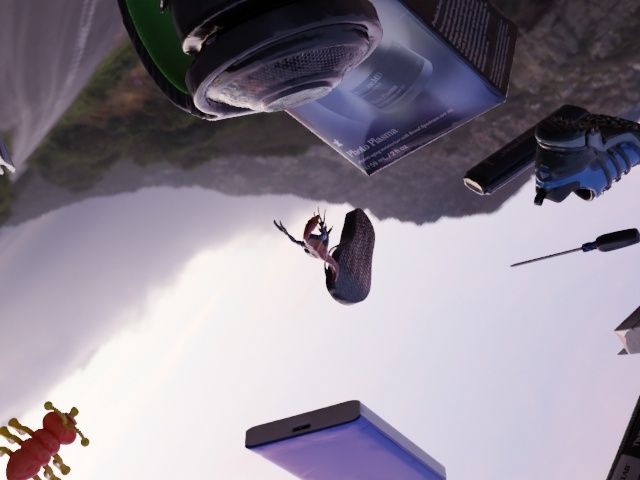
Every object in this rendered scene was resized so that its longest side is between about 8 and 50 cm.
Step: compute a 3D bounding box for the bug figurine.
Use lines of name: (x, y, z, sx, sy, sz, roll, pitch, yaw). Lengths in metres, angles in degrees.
bug figurine: (-0.251, 0.314, 0.816, 0.072, 0.279, 0.216, -36, -166, 52)

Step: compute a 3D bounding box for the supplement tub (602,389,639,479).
supplement tub: (0.384, 0.226, 0.845, 0.190, 0.117, 0.117, -63, -161, -13)

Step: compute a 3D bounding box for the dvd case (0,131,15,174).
dvd case: (-0.290, -0.138, 0.642, 0.018, 0.164, 0.221, -21, -172, -17)

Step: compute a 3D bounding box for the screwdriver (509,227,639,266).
screwdriver: (0.312, 0.015, 0.978, 0.170, 0.024, 0.025, -20, -155, 33)

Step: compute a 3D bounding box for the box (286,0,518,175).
box: (0.082, -0.289, 1.188, 0.296, 0.294, 0.182, -27, -145, 46)

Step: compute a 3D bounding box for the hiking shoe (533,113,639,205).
hiking shoe: (0.453, -0.134, 1.295, 0.113, 0.304, 0.132, 34, -57, 51)

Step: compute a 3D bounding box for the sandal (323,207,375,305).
sandal: (0.048, 0.035, 1.368, 0.055, 0.097, 0.254, -24, -160, 24)

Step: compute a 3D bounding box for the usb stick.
usb stick: (0.396, -0.177, 1.503, 0.278, 0.045, 0.077, -34, -141, -14)

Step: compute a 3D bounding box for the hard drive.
hard drive: (0.051, 0.365, 1.321, 0.210, 0.318, 0.040, -20, -131, 24)

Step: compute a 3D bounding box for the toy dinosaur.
toy dinosaur: (0.000, 0.000, 0.769, 0.047, 0.090, 0.082, -41, -176, 5)

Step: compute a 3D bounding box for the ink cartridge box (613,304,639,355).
ink cartridge box: (0.636, 0.161, 1.495, 0.104, 0.060, 0.180, -35, -178, -24)

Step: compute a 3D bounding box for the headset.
headset: (-0.056, -0.190, 0.469, 0.185, 0.243, 0.394, -18, -160, -35)
